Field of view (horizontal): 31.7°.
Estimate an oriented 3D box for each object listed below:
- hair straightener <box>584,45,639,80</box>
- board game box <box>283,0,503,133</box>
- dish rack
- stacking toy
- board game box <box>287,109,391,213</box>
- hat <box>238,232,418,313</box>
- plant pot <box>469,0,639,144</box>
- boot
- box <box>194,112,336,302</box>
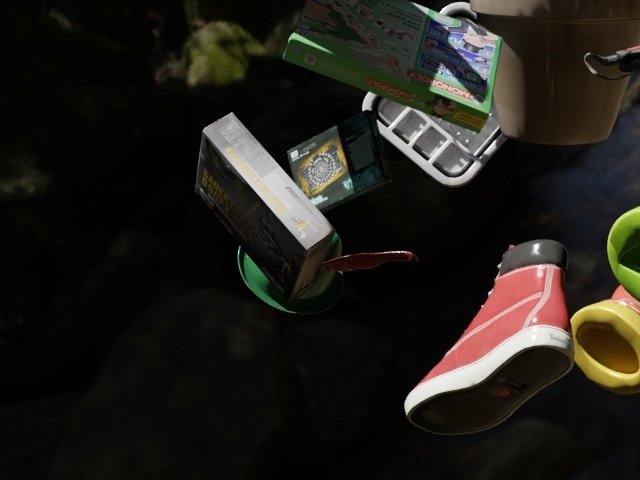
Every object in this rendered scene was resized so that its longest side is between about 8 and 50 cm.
[{"bbox_3d":[0.484,-0.268,1.589,0.230,0.047,0.089,-5,27,28],"label":"hair straightener"},{"bbox_3d":[0.119,-0.298,1.745,0.046,0.317,0.213,114,176,-45],"label":"board game box"},{"bbox_3d":[0.286,-0.300,2.365,0.333,0.285,0.072,-49,-12,0],"label":"dish rack"},{"bbox_3d":[0.464,0.085,1.315,0.309,0.279,0.130,30,44,34],"label":"stacking toy"},{"bbox_3d":[0.029,-0.124,1.878,0.186,0.126,0.026,-24,-17,39],"label":"board game box"},{"bbox_3d":[0.000,0.000,1.747,0.183,0.209,0.173,-52,44,49],"label":"hat"},{"bbox_3d":[0.413,-0.319,1.950,0.323,0.280,0.323,0,16,0],"label":"plant pot"},{"bbox_3d":[0.188,0.104,1.262,0.244,0.088,0.176,-41,30,41],"label":"boot"},{"bbox_3d":[-0.084,-0.043,1.606,0.056,0.231,0.183,-35,-15,-23],"label":"box"}]
